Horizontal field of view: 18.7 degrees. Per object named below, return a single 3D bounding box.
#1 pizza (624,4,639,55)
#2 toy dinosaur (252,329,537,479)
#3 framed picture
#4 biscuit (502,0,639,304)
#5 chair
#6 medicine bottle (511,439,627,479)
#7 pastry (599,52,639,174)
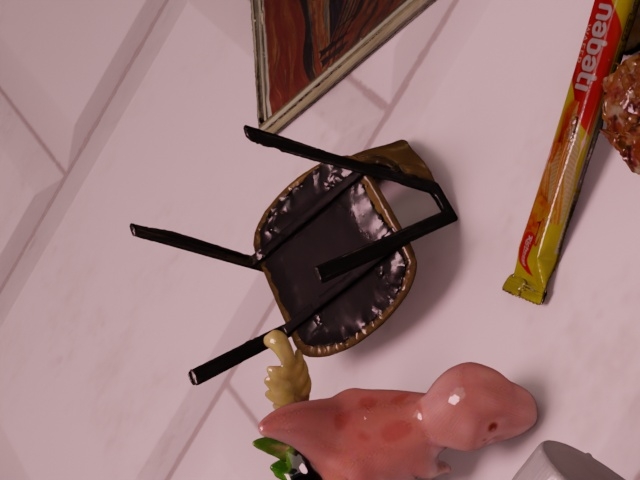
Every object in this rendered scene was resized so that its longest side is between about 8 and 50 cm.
[{"bbox_3d":[0.272,-0.201,1.415,0.184,0.036,0.176,-58,33,11],"label":"pizza"},{"bbox_3d":[0.041,0.153,1.408,0.177,0.194,0.152,120,164,-50],"label":"toy dinosaur"},{"bbox_3d":[0.020,-0.241,1.820,0.273,0.016,0.216,-39,41,34],"label":"framed picture"},{"bbox_3d":[0.194,-0.095,1.435,0.048,0.026,0.292,28,103,63],"label":"biscuit"},{"bbox_3d":[0.000,0.000,1.553,0.159,0.247,0.172,-39,64,35],"label":"chair"},{"bbox_3d":[0.114,0.254,1.242,0.247,0.147,0.147,-56,34,12],"label":"medicine bottle"},{"bbox_3d":[0.254,-0.112,1.356,0.169,0.063,0.087,-33,47,40],"label":"pastry"}]
